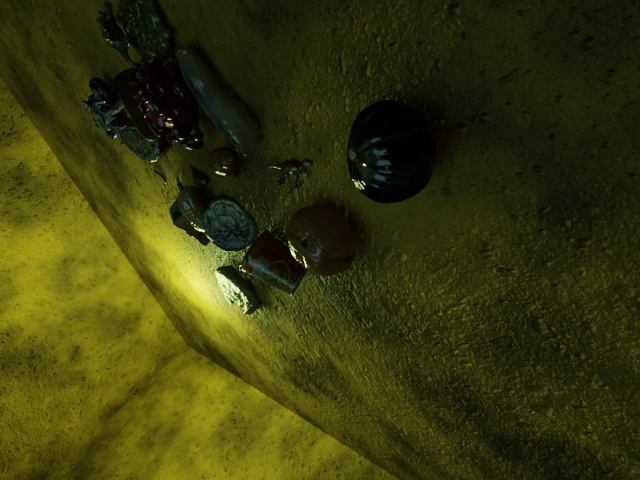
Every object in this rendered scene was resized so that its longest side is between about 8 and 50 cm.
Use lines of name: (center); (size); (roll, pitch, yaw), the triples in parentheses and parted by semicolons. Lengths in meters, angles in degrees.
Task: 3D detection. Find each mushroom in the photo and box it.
mushroom: (-0.300, -0.402, 1.174); (0.351, 0.097, 0.109); (53, 146, -6)

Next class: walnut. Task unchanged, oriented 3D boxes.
walnut: (0.000, 0.000, 1.196); (0.221, 0.195, 0.195); (31, 144, 23)

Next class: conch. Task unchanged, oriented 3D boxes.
conch: (-0.328, -0.262, 1.367); (0.330, 0.109, 0.093); (-162, 77, -66)

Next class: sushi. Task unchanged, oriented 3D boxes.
sushi: (-0.701, -0.394, 1.591); (0.241, 0.107, 0.161); (10, 133, 19)

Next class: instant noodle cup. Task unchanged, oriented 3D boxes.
instant noodle cup: (-0.159, 0.092, 1.489); (0.212, 0.193, 0.193); (33, 146, 4)

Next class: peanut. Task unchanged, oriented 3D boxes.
peanut: (-0.494, -0.123, 1.660); (0.129, 0.129, 0.224); (8, 133, 43)

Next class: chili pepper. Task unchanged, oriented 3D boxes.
chili pepper: (-0.720, -0.288, 1.824); (0.083, 0.017, 0.030); (49, 148, -6)

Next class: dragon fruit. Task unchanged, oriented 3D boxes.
dragon fruit: (-0.468, -0.414, 1.253); (0.218, 0.198, 0.273); (-21, 95, 33)

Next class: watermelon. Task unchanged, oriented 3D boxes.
watermelon: (-0.572, -0.070, 1.812); (0.154, 0.094, 0.241); (38, 169, 48)

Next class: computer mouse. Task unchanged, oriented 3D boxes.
computer mouse: (-0.615, -0.473, 1.424); (0.056, 0.126, 0.245); (38, 152, 53)

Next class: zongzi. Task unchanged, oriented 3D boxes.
zongzi: (-0.466, -0.255, 1.574); (0.076, 0.040, 0.083); (2, 110, 38)

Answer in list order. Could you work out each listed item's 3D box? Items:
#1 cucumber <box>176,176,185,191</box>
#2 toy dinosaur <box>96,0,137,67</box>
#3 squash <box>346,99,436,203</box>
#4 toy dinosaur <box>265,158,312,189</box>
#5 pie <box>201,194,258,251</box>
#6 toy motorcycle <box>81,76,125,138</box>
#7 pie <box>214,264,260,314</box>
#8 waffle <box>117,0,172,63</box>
cucumber: (-0.577, -0.196, 1.754); (0.039, 0.043, 0.163); (-16, 123, 12)
toy dinosaur: (-0.637, -0.633, 1.283); (0.248, 0.075, 0.188); (58, 170, -15)
squash: (0.143, -0.181, 0.840); (0.172, 0.218, 0.218); (6, 142, -5)
toy dinosaur: (-0.098, -0.223, 1.203); (0.162, 0.039, 0.126); (41, 137, 16)
pie: (-0.353, -0.060, 1.588); (0.240, 0.054, 0.241); (6, 119, 11)
toy motorcycle: (-0.865, -0.520, 1.664); (0.173, 0.108, 0.307); (38, 146, -5)
pie: (-0.419, 0.249, 2.031); (0.302, 0.067, 0.303); (31, 145, 24)
waffle: (-0.528, -0.630, 1.212); (0.223, 0.054, 0.204); (-11, 118, 52)
